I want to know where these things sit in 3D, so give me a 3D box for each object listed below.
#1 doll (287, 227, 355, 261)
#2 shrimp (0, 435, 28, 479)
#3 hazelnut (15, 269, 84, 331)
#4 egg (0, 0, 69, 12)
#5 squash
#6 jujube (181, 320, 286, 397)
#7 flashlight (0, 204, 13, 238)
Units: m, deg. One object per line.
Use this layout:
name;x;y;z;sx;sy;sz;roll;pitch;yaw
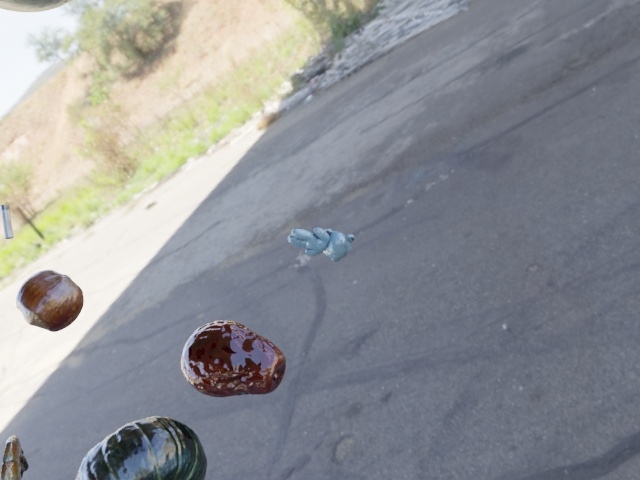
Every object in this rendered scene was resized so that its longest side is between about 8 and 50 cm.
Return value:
doll;0.001;-0.004;1.672;0.120;0.179;0.075;126;160;-50
shrimp;-0.798;0.655;1.588;0.054;0.291;0.222;-3;-4;-21
hazelnut;-0.657;0.143;1.477;0.143;0.154;0.143;-53;-11;-15
egg;-0.412;-0.456;0.782;0.288;0.287;0.379;-49;2;-27
squash;-0.349;0.465;1.191;0.252;0.252;0.165;-40;48;-7
jujube;-0.210;0.294;1.480;0.255;0.190;0.190;13;44;20
flashlight;-0.760;-0.046;1.471;0.018;0.083;0.018;-19;-10;41
